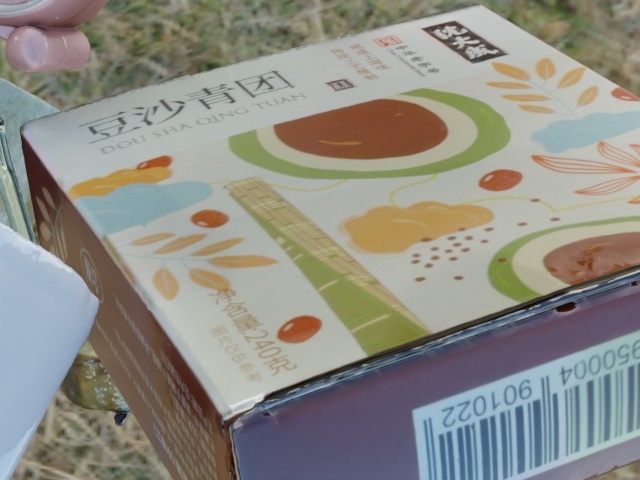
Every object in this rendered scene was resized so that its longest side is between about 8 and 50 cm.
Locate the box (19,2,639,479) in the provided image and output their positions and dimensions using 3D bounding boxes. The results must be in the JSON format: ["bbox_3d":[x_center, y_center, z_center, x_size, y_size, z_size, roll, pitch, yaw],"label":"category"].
[{"bbox_3d":[0.041,0.005,0.943,0.345,0.385,0.122,-17,121,-18],"label":"box"}]

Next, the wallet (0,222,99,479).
[{"bbox_3d":[-0.192,0.078,0.785,0.124,0.032,0.183,38,73,-42],"label":"wallet"}]

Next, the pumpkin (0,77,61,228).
[{"bbox_3d":[-0.415,-0.059,1.488,0.332,0.332,0.199,22,77,-33],"label":"pumpkin"}]

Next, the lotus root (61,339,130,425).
[{"bbox_3d":[-0.177,0.073,1.648,0.261,0.170,0.074,-45,141,-38],"label":"lotus root"}]

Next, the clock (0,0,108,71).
[{"bbox_3d":[-0.182,-0.209,1.000,0.162,0.166,0.093,-61,167,19],"label":"clock"}]

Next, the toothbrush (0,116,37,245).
[{"bbox_3d":[-0.236,-0.058,1.178,0.026,0.028,0.294,-9,86,-63],"label":"toothbrush"}]
